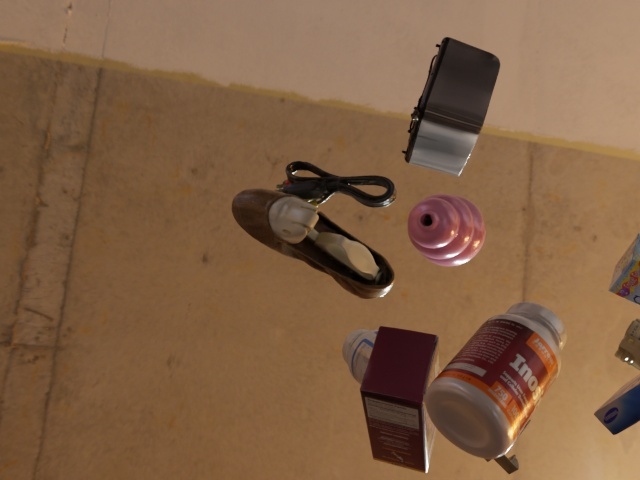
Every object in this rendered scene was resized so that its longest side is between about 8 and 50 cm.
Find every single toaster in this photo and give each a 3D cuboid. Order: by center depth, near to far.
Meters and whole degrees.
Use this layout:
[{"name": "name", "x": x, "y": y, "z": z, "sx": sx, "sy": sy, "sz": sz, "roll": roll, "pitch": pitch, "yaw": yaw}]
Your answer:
[{"name": "toaster", "x": 0.213, "y": -0.213, "z": 0.915, "sx": 0.110, "sy": 0.168, "sz": 0.185, "roll": 18, "pitch": -112, "yaw": 8}]

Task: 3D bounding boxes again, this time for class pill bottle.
[{"name": "pill bottle", "x": 0.175, "y": 0.126, "z": 0.525, "sx": 0.152, "sy": 0.086, "sz": 0.086, "roll": -37, "pitch": -87, "yaw": -35}, {"name": "pill bottle", "x": 0.130, "y": 0.248, "z": 1.078, "sx": 0.124, "sy": 0.221, "sz": 0.124, "roll": -3, "pitch": -81, "yaw": -21}]

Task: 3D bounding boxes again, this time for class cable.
[{"name": "cable", "x": 0.024, "y": -0.109, "z": 1.165, "sx": 0.287, "sy": 0.072, "sz": 0.139, "roll": -2, "pitch": -125, "yaw": 16}]

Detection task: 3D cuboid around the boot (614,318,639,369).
[{"name": "boot", "x": 0.736, "y": 0.228, "z": 1.115, "sx": 0.095, "sy": 0.262, "sz": 0.203, "roll": -38, "pitch": -121, "yaw": -21}]

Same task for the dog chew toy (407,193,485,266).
[{"name": "dog chew toy", "x": 0.331, "y": -0.035, "z": 1.485, "sx": 0.207, "sy": 0.332, "sz": 0.206, "roll": -2, "pitch": -95, "yaw": 25}]

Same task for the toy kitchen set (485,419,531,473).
[{"name": "toy kitchen set", "x": 0.333, "y": 0.356, "z": 0.961, "sx": 0.068, "sy": 0.083, "sz": 0.075, "roll": 45, "pitch": -130, "yaw": 18}]

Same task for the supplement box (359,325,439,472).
[{"name": "supplement box", "x": 0.113, "y": 0.217, "z": 0.735, "sx": 0.081, "sy": 0.188, "sz": 0.104, "roll": 7, "pitch": -135, "yaw": 20}]

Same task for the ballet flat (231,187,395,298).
[{"name": "ballet flat", "x": 0.000, "y": 0.000, "z": 0.999, "sx": 0.342, "sy": 0.124, "sz": 0.116, "roll": 35, "pitch": -109, "yaw": -11}]

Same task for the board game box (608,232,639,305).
[{"name": "board game box", "x": 1.005, "y": 0.124, "z": 1.558, "sx": 0.275, "sy": 0.144, "sz": 0.142, "roll": 27, "pitch": -134, "yaw": 19}]

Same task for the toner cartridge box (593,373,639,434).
[{"name": "toner cartridge box", "x": 0.855, "y": 0.368, "z": 1.383, "sx": 0.165, "sy": 0.347, "sz": 0.075, "roll": -27, "pitch": -119, "yaw": -25}]
